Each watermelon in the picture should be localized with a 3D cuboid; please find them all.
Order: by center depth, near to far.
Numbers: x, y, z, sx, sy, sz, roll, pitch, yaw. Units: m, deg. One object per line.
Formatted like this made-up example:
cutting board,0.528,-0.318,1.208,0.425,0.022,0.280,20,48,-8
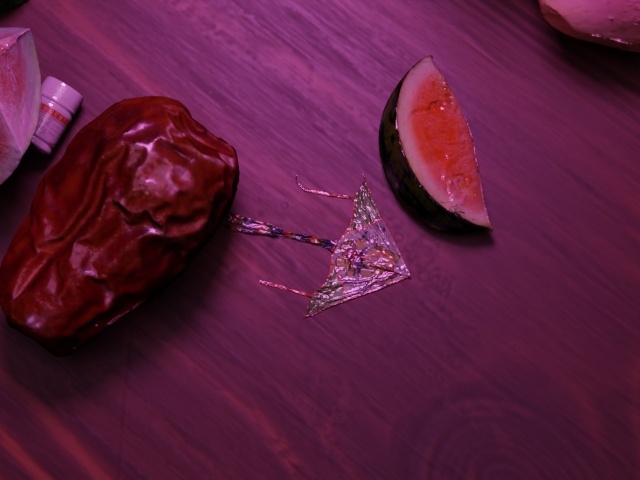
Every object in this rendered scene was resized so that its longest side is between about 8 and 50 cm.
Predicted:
watermelon,-0.485,-0.164,1.910,0.305,0.180,0.224,-8,65,24
watermelon,0.139,-0.112,1.946,0.119,0.063,0.245,-13,73,-20

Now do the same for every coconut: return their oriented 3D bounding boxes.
coconut,0.369,-0.351,1.907,0.245,0.233,0.233,-40,80,-7

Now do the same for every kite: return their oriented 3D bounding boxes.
kite,0.000,0.000,1.949,0.244,0.006,0.198,18,80,5

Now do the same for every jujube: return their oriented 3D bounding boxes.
jujube,-0.256,-0.017,1.874,0.216,0.216,0.342,39,94,9

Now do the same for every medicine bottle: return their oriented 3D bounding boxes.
medicine bottle,-0.345,-0.157,1.965,0.057,0.057,0.089,29,80,7

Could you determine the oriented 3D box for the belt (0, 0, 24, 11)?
belt,-0.439,-0.355,1.996,0.151,0.079,0.121,4,78,2
